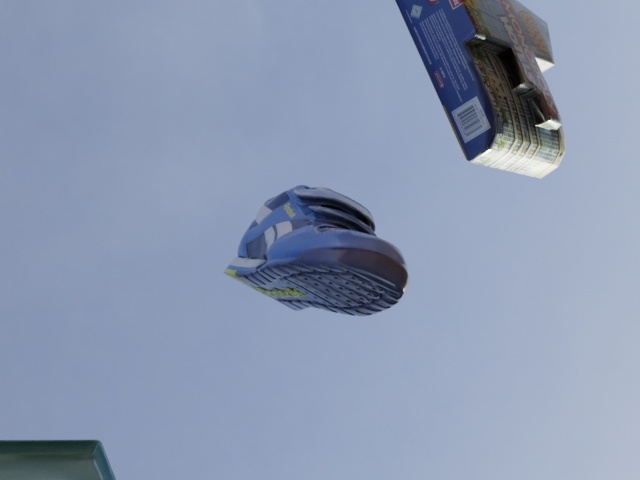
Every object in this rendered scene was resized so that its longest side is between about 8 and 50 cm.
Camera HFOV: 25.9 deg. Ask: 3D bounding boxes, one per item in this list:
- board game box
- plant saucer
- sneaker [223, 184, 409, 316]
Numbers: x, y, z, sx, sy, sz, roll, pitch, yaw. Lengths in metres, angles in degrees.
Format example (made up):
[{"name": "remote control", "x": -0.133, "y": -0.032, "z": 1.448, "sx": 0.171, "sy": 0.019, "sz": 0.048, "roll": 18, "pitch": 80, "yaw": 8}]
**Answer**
[{"name": "board game box", "x": 0.162, "y": -0.157, "z": 1.254, "sx": 0.194, "sy": 0.060, "sz": 0.194, "roll": 4, "pitch": -121, "yaw": -56}, {"name": "plant saucer", "x": -0.265, "y": 0.188, "z": 1.138, "sx": 0.192, "sy": 0.067, "sz": 0.018, "roll": 3, "pitch": -61, "yaw": -26}, {"name": "sneaker", "x": 0.000, "y": 0.000, "z": 0.659, "sx": 0.053, "sy": 0.144, "sz": 0.059, "roll": 32, "pitch": -103, "yaw": -23}]
